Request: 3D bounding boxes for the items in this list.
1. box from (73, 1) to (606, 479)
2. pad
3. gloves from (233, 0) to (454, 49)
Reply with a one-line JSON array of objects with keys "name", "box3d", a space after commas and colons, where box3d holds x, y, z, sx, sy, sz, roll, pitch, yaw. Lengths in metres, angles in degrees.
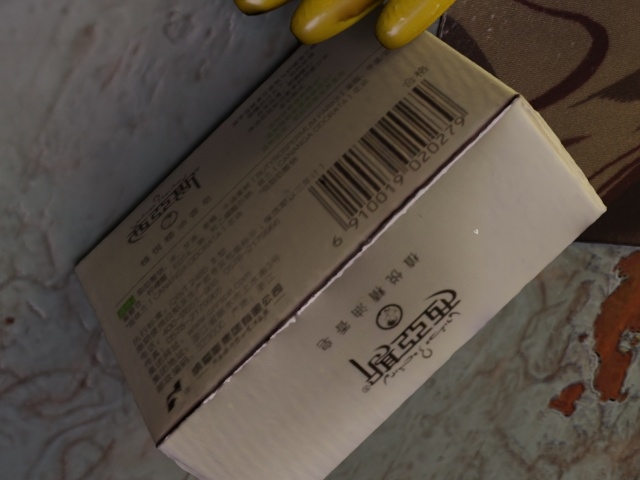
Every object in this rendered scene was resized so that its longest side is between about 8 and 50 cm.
[{"name": "box", "box3d": [0.000, 0.000, 0.693, 0.260, 0.194, 0.111, -45, 126, 5]}, {"name": "pad", "box3d": [0.220, -0.096, 0.856, 0.330, 0.004, 0.220, 4, 112, -24]}, {"name": "gloves", "box3d": [0.066, -0.226, 0.662, 0.294, 0.133, 0.116, -46, 151, 2]}]
